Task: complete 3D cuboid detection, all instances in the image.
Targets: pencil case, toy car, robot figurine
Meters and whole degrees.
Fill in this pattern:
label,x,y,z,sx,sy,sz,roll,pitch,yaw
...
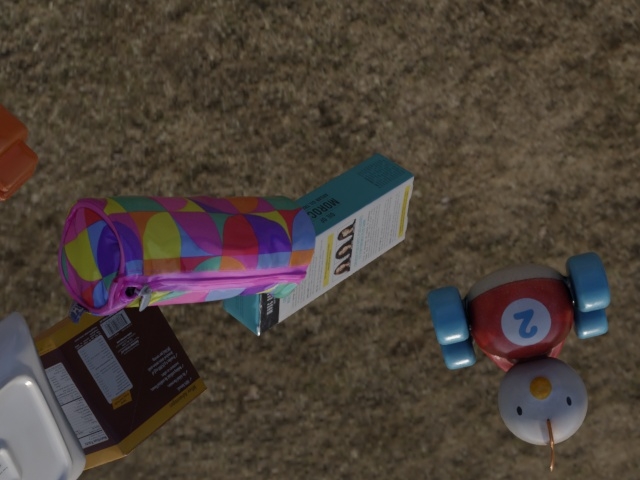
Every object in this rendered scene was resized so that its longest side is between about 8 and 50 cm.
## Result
label,x,y,z,sx,sy,sz,roll,pitch,yaw
pencil case,-0.109,0.012,0.932,0.236,0.104,0.104,-7,139,-47
toy car,0.271,0.167,1.373,0.219,0.238,0.210,-14,155,6
robot figurine,-0.496,-0.153,1.505,0.219,0.158,0.128,43,101,-6

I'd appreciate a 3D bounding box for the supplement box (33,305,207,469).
label,x,y,z,sx,sy,sz,roll,pitch,yaw
supplement box,-0.304,0.191,1.557,0.129,0.191,0.194,-24,98,40

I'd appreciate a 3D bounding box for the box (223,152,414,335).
label,x,y,z,sx,sy,sz,roll,pitch,yaw
box,0.000,0.000,1.220,0.244,0.060,0.100,-31,142,-35

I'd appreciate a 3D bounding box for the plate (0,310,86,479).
label,x,y,z,sx,sy,sz,roll,pitch,yaw
plate,-0.379,0.264,1.213,0.045,0.277,0.278,19,138,30
